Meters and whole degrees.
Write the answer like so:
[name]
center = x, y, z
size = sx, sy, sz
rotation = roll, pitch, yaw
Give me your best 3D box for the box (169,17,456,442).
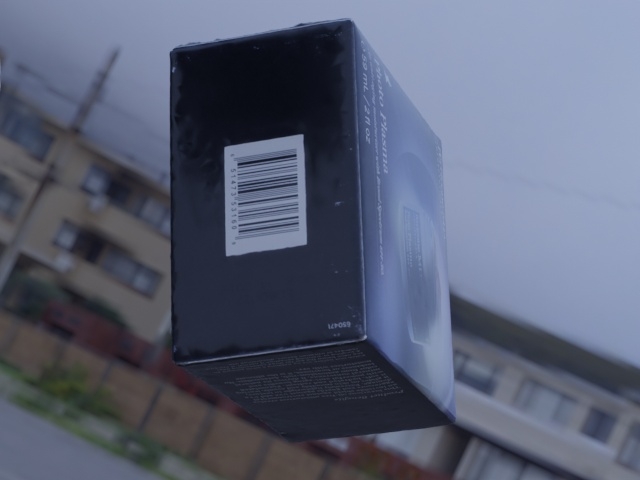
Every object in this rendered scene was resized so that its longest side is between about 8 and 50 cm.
[box]
center = 0.000, 0.000, 1.782
size = 0.182, 0.296, 0.294
rotation = -8, -20, 16
